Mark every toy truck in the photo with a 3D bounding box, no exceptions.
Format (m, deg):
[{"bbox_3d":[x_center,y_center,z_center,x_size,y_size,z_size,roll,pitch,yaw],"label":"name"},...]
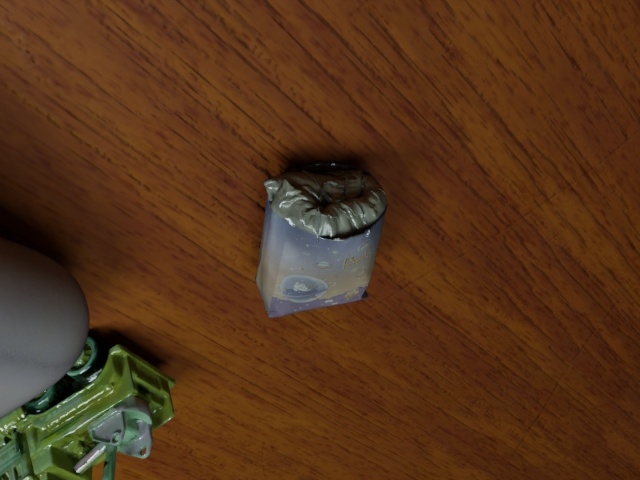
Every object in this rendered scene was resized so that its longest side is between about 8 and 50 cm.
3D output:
[{"bbox_3d":[-0.281,0.221,1.092,0.259,0.135,0.128,-29,140,14],"label":"toy truck"}]

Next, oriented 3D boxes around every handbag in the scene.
[{"bbox_3d":[0.000,0.000,0.997,0.117,0.095,0.173,-12,143,-17],"label":"handbag"}]

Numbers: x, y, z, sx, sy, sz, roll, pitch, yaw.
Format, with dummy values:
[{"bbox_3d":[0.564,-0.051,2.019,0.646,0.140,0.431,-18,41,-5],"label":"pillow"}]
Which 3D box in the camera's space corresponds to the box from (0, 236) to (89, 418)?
[{"bbox_3d":[-0.372,0.086,0.844,0.288,0.141,0.349,-30,158,12],"label":"box"}]
